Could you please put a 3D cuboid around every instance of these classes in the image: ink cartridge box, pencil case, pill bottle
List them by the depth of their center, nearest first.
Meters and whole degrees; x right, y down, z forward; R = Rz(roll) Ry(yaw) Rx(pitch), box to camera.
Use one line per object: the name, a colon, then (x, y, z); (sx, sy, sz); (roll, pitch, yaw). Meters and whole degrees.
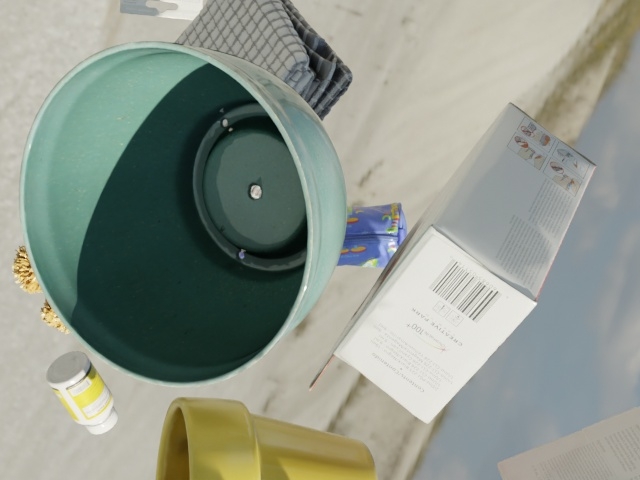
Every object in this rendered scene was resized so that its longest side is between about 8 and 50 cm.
ink cartridge box: (0.146, 0.038, 1.373); (0.272, 0.130, 0.309); (-54, 179, 37)
pill bottle: (-0.327, 0.214, 1.746); (0.065, 0.065, 0.116); (-67, 144, -44)
ink cartridge box: (-0.272, -0.455, 2.137); (0.045, 0.145, 0.179); (144, -54, -68)
pencil case: (0.000, 0.000, 2.167); (0.133, 0.306, 0.119); (-115, -158, -79)

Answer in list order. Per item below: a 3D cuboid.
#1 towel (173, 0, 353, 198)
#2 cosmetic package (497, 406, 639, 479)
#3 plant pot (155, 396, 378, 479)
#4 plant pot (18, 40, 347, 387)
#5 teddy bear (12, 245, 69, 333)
towel: (-0.105, -0.196, 1.659); (0.283, 0.121, 0.235); (-52, -131, 24)
cosmetic package: (0.379, 0.321, 1.315); (0.377, 0.284, 0.097); (-109, 174, -62)
plant pot: (-0.064, 0.319, 1.517); (0.254, 0.239, 0.254); (-176, -90, -75)
plant pot: (-0.094, -0.035, 1.132); (0.196, 0.293, 0.293); (-22, 134, -62)
teddy bear: (-0.315, 0.028, 1.959); (0.113, 0.338, 0.245); (-87, 165, -71)
